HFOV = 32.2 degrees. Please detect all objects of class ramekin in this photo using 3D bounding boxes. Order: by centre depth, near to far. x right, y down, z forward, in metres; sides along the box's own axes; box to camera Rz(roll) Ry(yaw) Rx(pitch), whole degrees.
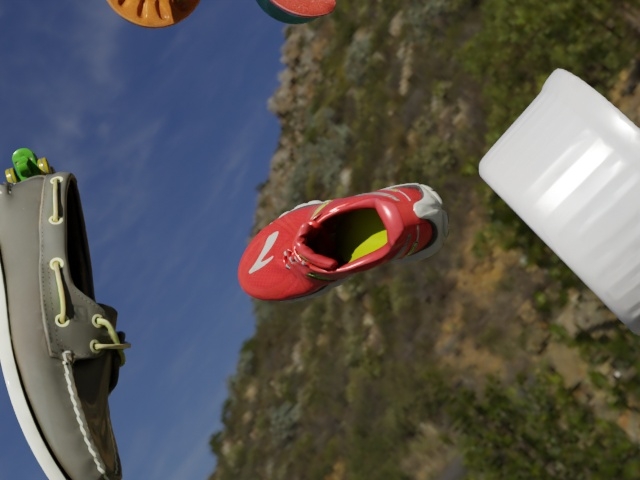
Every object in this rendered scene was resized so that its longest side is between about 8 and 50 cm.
[{"bbox_3d":[0.291,-0.032,1.137,0.135,0.277,0.277,-44,-13,9],"label":"ramekin"}]

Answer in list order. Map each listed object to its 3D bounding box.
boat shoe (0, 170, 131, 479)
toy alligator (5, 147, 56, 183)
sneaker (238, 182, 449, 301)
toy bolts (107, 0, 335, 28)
[{"bbox_3d":[-0.212,0.070,0.914,0.091,0.305,0.109,-22,-30,-3],"label":"boat shoe"},{"bbox_3d":[-0.391,-0.087,1.520,0.056,0.051,0.189,-19,-14,-5],"label":"toy alligator"},{"bbox_3d":[0.000,0.000,1.190,0.279,0.107,0.118,-22,-8,38],"label":"sneaker"},{"bbox_3d":[-0.089,-0.297,1.092,0.158,0.229,0.218,177,107,-78],"label":"toy bolts"}]
